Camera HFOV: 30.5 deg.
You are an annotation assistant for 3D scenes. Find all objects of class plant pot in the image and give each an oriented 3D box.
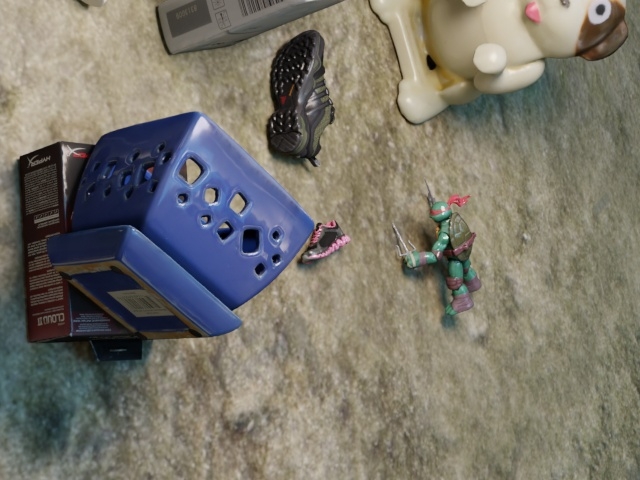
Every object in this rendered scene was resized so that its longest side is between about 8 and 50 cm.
[{"bbox_3d":[-0.191,-0.003,1.502,0.236,0.236,0.212,45,59,-29],"label":"plant pot"}]

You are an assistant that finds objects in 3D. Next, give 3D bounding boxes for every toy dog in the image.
[{"bbox_3d":[0.362,-0.395,2.154,0.395,0.408,0.284,-7,87,-45],"label":"toy dog"}]

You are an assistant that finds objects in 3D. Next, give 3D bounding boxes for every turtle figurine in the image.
[{"bbox_3d":[0.227,0.009,2.152,0.175,0.118,0.234,-40,115,-42],"label":"turtle figurine"}]

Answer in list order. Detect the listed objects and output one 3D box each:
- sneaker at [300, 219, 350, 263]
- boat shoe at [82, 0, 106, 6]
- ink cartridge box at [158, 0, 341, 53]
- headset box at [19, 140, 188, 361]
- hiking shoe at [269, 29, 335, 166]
[{"bbox_3d":[0.000,0.000,1.978,0.119,0.047,0.057,-32,97,-51],"label":"sneaker"},{"bbox_3d":[-0.365,-0.424,1.697,0.184,0.066,0.063,47,53,-15],"label":"boat shoe"},{"bbox_3d":[-0.014,-0.387,1.855,0.385,0.308,0.091,-16,93,-46],"label":"ink cartridge box"},{"bbox_3d":[-0.292,0.022,1.634,0.218,0.110,0.293,4,79,-44],"label":"headset box"},{"bbox_3d":[-0.024,-0.241,1.988,0.114,0.086,0.227,29,67,-53],"label":"hiking shoe"}]
